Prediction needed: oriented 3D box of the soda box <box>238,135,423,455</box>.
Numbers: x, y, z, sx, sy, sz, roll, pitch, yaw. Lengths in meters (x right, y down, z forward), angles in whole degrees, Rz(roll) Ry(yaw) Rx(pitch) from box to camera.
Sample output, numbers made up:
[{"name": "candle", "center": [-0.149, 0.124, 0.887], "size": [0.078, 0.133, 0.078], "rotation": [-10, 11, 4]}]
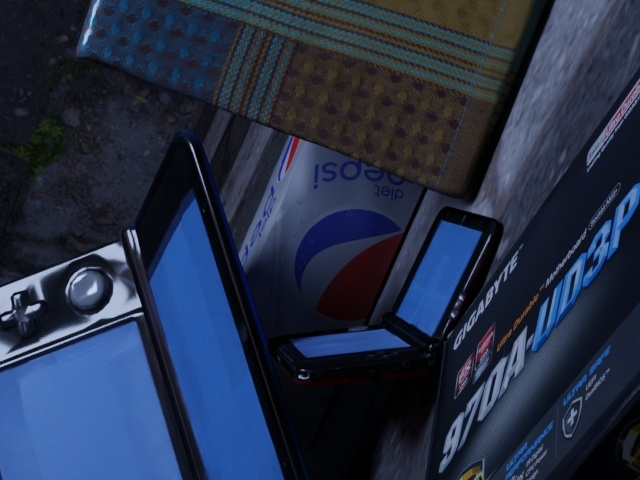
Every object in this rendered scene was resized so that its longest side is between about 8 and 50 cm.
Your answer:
[{"name": "soda box", "center": [0.000, 0.000, 1.244], "size": [0.098, 0.091, 0.286], "rotation": [-108, 40, -74]}]

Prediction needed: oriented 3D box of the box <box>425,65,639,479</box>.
[{"name": "box", "center": [0.104, 0.051, 0.684], "size": [0.220, 0.051, 0.175], "rotation": [120, 167, -46]}]

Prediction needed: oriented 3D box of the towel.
[{"name": "towel", "center": [0.033, -0.241, 1.076], "size": [0.040, 0.271, 0.370], "rotation": [-3, -66, -82]}]

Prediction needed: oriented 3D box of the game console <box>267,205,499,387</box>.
[{"name": "game console", "center": [0.033, 0.030, 1.036], "size": [0.144, 0.124, 0.085], "rotation": [-155, 60, -81]}]

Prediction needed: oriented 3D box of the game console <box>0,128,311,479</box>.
[{"name": "game console", "center": [-0.134, 0.118, 1.136], "size": [0.173, 0.250, 0.293], "rotation": [53, -163, -68]}]
